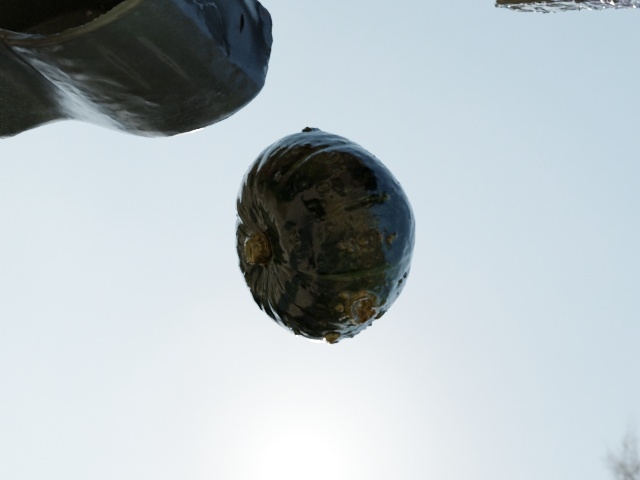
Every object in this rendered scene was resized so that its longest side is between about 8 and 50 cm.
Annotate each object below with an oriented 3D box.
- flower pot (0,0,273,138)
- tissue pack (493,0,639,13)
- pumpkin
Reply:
[{"bbox_3d":[-0.143,-0.127,0.690,0.229,0.108,0.103,3,-114,33],"label":"flower pot"},{"bbox_3d":[0.249,-0.311,0.929,0.215,0.123,0.257,9,-83,40],"label":"tissue pack"},{"bbox_3d":[0.000,-0.002,1.040,0.190,0.146,0.190,41,-30,31],"label":"pumpkin"}]
